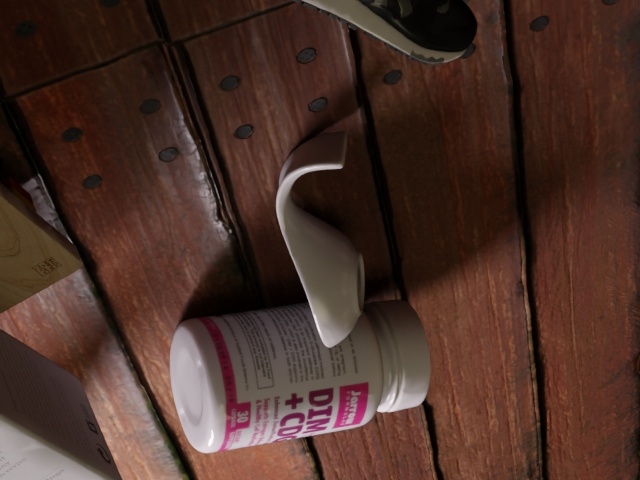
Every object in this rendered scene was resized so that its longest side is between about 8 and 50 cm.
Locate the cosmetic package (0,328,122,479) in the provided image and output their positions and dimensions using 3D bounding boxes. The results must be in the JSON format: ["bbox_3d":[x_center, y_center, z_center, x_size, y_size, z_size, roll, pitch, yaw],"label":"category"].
[{"bbox_3d":[-0.420,0.180,1.794,0.230,0.161,0.453,-35,145,8],"label":"cosmetic package"}]

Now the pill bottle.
[{"bbox_3d":[-0.023,0.154,2.161,0.283,0.160,0.160,-8,144,-21],"label":"pill bottle"}]

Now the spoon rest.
[{"bbox_3d":[0.000,0.000,2.016,0.084,0.137,0.276,0,132,8],"label":"spoon rest"}]

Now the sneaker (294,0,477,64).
[{"bbox_3d":[0.071,-0.258,1.699,0.283,0.107,0.124,17,124,-43],"label":"sneaker"}]

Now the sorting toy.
[{"bbox_3d":[-0.413,-0.001,1.786,0.255,0.089,0.257,-29,146,9],"label":"sorting toy"}]
